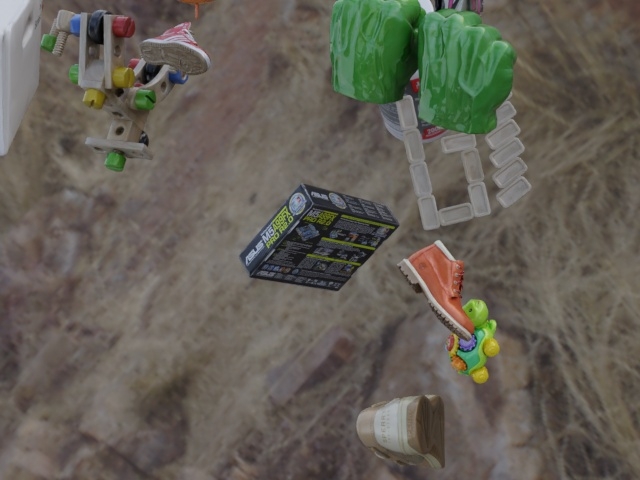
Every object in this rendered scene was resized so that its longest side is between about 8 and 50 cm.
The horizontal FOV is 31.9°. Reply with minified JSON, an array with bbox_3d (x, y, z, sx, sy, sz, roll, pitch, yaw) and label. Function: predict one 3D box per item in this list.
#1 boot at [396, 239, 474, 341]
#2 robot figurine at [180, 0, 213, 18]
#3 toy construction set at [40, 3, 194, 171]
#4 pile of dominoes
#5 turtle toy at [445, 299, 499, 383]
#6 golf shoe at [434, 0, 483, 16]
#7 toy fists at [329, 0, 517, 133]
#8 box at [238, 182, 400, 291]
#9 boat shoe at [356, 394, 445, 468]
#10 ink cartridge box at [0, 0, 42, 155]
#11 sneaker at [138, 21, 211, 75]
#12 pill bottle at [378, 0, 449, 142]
[{"bbox_3d":[0.190,0.072,1.648,0.084,0.158,0.059,-35,-20,-4],"label":"boot"},{"bbox_3d":[-0.191,-0.450,1.679,0.128,0.219,0.158,-25,40,-23],"label":"robot figurine"},{"bbox_3d":[-0.390,-0.261,1.952,0.257,0.309,0.237,113,174,-81],"label":"toy construction set"},{"bbox_3d":[0.245,-0.158,1.898,0.196,0.251,0.040,-13,-4,11],"label":"pile of dominoes"},{"bbox_3d":[0.230,0.149,1.711,0.095,0.066,0.130,-103,27,-63],"label":"turtle toy"},{"bbox_3d":[0.182,-0.405,1.626,0.086,0.186,0.067,-13,14,-7],"label":"golf shoe"},{"bbox_3d":[0.128,-0.243,1.449,0.279,0.142,0.096,24,37,35],"label":"toy fists"},{"bbox_3d":[0.000,0.000,2.261,0.216,0.270,0.060,-49,53,26],"label":"box"},{"bbox_3d":[0.141,0.313,1.861,0.110,0.341,0.121,-4,72,14],"label":"boat shoe"},{"bbox_3d":[-0.393,-0.166,0.974,0.198,0.273,0.115,-100,15,-63],"label":"ink cartridge box"},{"bbox_3d":[-0.163,-0.238,1.382,0.118,0.042,0.067,19,41,38],"label":"sneaker"},{"bbox_3d":[0.174,-0.331,2.150,0.161,0.283,0.161,-8,56,12],"label":"pill bottle"}]
